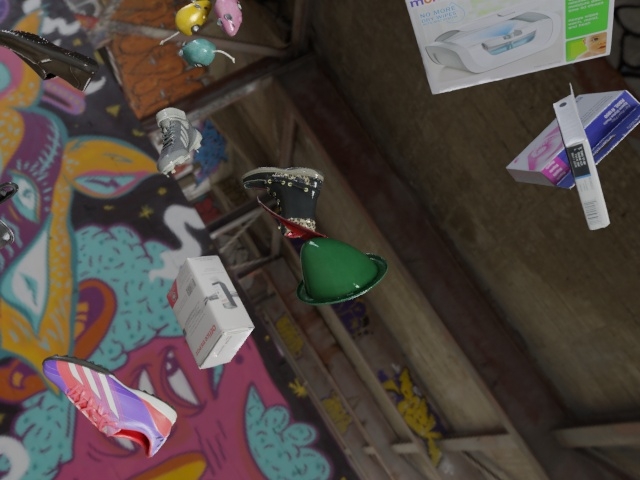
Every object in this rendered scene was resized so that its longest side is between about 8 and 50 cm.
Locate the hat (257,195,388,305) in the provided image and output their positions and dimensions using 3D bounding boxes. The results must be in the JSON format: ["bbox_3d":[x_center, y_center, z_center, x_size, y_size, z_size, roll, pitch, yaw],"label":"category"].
[{"bbox_3d":[0.000,0.000,1.203,0.173,0.208,0.184,-83,155,-66],"label":"hat"}]

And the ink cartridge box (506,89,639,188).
[{"bbox_3d":[0.719,-0.290,1.851,0.071,0.324,0.330,46,0,-11],"label":"ink cartridge box"}]

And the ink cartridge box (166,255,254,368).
[{"bbox_3d":[-0.264,0.167,1.545,0.159,0.092,0.218,-54,-126,38],"label":"ink cartridge box"}]

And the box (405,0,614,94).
[{"bbox_3d":[0.255,-0.346,0.899,0.231,0.261,0.127,53,31,-59],"label":"box"}]

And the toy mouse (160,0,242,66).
[{"bbox_3d":[-0.162,-0.305,0.945,0.031,0.161,0.143,32,23,-56],"label":"toy mouse"}]

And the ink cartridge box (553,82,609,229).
[{"bbox_3d":[0.497,-0.163,1.255,0.206,0.045,0.208,58,29,-33],"label":"ink cartridge box"}]

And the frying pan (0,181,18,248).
[{"bbox_3d":[-0.634,-0.032,1.231,0.326,0.053,0.197,2,-32,25],"label":"frying pan"}]

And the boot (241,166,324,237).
[{"bbox_3d":[-0.110,-0.101,1.750,0.085,0.236,0.179,37,55,-66],"label":"boot"}]

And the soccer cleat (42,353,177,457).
[{"bbox_3d":[-0.473,0.359,1.432,0.318,0.116,0.108,32,-40,-14],"label":"soccer cleat"}]

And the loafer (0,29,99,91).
[{"bbox_3d":[-0.569,-0.367,1.338,0.220,0.078,0.080,23,18,1],"label":"loafer"}]

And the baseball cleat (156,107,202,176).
[{"bbox_3d":[-0.298,-0.198,1.289,0.109,0.072,0.206,55,14,-16],"label":"baseball cleat"}]
